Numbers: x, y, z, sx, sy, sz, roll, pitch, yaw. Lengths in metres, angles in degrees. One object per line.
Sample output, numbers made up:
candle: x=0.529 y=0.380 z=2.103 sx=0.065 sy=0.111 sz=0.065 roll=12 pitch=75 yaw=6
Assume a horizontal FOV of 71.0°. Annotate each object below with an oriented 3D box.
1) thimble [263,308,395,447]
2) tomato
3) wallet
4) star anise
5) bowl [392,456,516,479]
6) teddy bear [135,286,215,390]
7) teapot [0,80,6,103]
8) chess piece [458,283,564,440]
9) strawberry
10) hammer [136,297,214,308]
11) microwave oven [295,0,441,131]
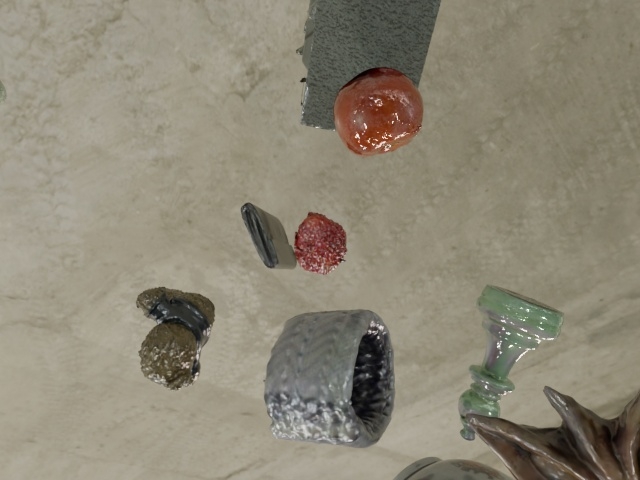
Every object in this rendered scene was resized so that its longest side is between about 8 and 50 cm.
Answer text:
thimble: x=0.022 y=0.229 z=0.752 sx=0.157 sy=0.245 sz=0.217 roll=-8 pitch=102 yaw=24
tomato: x=0.130 y=-0.298 z=1.033 sx=0.208 sy=0.184 sz=0.208 roll=-20 pitch=175 yaw=-2
wallet: x=-0.168 y=-0.004 z=1.586 sx=0.062 sy=0.228 sz=0.406 roll=-26 pitch=174 yaw=5
star anise: x=0.333 y=0.263 z=0.458 sx=0.350 sy=0.109 sz=0.292 roll=-33 pitch=94 yaw=23
bowl: x=0.217 y=0.511 z=0.822 sx=0.346 sy=0.157 sz=0.345 roll=-12 pitch=120 yaw=-21
teddy bear: x=-0.243 y=0.147 z=0.767 sx=0.129 sy=0.251 sz=0.182 roll=-36 pitch=110 yaw=-1
teapot: x=-0.632 y=-0.154 z=0.621 sx=0.318 sy=0.220 sz=0.149 roll=-40 pitch=89 yaw=21
chess piece: x=0.301 y=0.222 z=0.775 sx=0.139 sy=0.139 sz=0.271 roll=18 pitch=95 yaw=-26
strawberry: x=0.000 y=0.000 z=1.415 sx=0.187 sy=0.184 sz=0.201 roll=-30 pitch=129 yaw=-17
hammer: x=-0.376 y=0.171 z=1.168 sx=0.201 sy=0.078 sz=0.021 roll=7 pitch=119 yaw=-5
microwave oven: x=0.122 y=-0.540 z=1.263 sx=0.375 sy=0.236 sz=0.432 roll=10 pitch=118 yaw=-1
